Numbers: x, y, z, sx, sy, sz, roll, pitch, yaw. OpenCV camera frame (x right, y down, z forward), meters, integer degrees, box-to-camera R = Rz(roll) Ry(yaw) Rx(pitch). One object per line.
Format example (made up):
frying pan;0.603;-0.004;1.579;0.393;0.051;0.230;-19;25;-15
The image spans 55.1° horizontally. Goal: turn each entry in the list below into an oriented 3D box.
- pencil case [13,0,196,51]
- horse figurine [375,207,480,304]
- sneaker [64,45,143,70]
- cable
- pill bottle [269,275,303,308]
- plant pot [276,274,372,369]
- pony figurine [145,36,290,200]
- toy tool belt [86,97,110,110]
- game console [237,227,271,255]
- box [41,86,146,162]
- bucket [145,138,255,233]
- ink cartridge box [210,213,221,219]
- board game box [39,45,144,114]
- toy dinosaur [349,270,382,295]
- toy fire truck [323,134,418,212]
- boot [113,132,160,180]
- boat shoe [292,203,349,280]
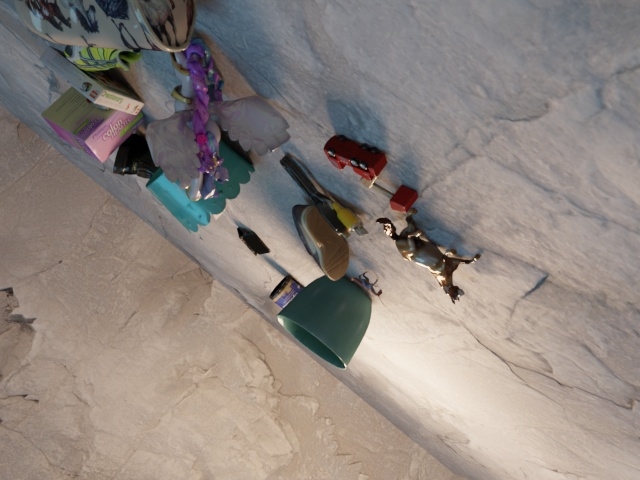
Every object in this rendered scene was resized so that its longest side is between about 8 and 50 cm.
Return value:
pencil case;-0.434;-0.476;1.214;0.410;0.160;0.183;14;128;30
horse figurine;0.241;0.024;1.391;0.263;0.066;0.174;34;156;6
sneaker;-0.538;-0.483;1.548;0.147;0.145;0.385;45;163;-18
cable;0.011;-0.111;1.575;0.287;0.072;0.139;51;179;0
pill bottle;-0.093;0.259;2.539;0.219;0.123;0.123;41;162;-8
plant pot;0.035;0.254;2.085;0.293;0.235;0.293;34;162;13
pony figurine;-0.273;-0.253;1.396;0.351;0.303;0.363;60;155;20
toy tool belt;-0.693;-0.442;1.945;0.083;0.051;0.052;18;122;19
game console;-0.262;-0.002;2.411;0.122;0.071;0.107;53;-172;-36
box;-0.750;-0.409;2.031;0.243;0.213;0.117;29;160;27
bucket;-0.340;-0.176;1.721;0.183;0.281;0.281;45;161;-20
ink cartridge box;-0.431;-0.151;2.299;0.135;0.056;0.099;34;161;15
board game box;-0.657;-0.460;1.796;0.193;0.053;0.305;38;-173;0
toy dinosaur;0.148;0.135;1.852;0.090;0.047;0.082;-26;87;39
toy fire truck;0.103;-0.140;1.282;0.192;0.047;0.135;27;160;34
boot;-0.581;-0.272;2.184;0.260;0.131;0.348;12;-160;-14
boat shoe;0.000;0.000;1.761;0.092;0.103;0.285;29;157;43
